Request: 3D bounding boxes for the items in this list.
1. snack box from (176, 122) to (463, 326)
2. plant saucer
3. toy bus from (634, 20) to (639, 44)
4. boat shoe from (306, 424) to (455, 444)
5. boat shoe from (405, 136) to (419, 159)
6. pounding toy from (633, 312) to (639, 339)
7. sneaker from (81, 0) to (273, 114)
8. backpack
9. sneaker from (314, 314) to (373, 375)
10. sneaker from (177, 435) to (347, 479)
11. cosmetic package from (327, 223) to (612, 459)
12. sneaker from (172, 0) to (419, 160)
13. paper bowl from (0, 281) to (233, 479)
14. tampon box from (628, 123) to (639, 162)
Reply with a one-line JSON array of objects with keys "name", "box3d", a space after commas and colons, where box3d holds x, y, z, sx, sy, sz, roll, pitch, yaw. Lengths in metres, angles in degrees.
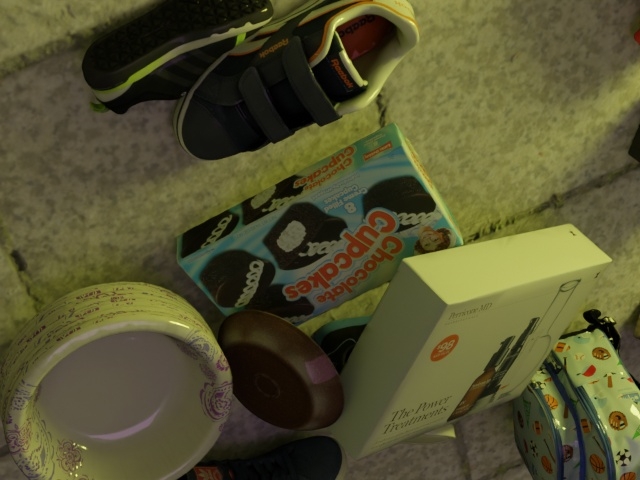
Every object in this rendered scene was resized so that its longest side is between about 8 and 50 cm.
[{"name": "snack box", "box3d": [0.000, 0.000, 1.374, 0.321, 0.060, 0.187, -27, 128, 13]}, {"name": "plant saucer", "box3d": [-0.062, 0.180, 1.392, 0.036, 0.198, 0.199, -47, 138, -40]}, {"name": "toy bus", "box3d": [0.494, -0.338, 1.403, 0.220, 0.149, 0.211, 32, 119, -33]}, {"name": "boat shoe", "box3d": [0.062, 0.240, 1.579, 0.304, 0.091, 0.109, 12, 156, -25]}, {"name": "boat shoe", "box3d": [0.087, -0.049, 1.429, 0.066, 0.063, 0.184, 13, 113, -30]}, {"name": "pounding toy", "box3d": [0.587, 0.163, 1.751, 0.130, 0.141, 0.100, 26, 78, -34]}, {"name": "sneaker", "box3d": [-0.162, -0.216, 1.222, 0.234, 0.084, 0.097, -24, 146, -6]}, {"name": "backpack", "box3d": [0.424, 0.296, 1.667, 0.213, 0.263, 0.277, -22, 127, -11]}, {"name": "sneaker", "box3d": [0.111, 0.139, 1.538, 0.232, 0.090, 0.081, -19, 125, -12]}, {"name": "sneaker", "box3d": [-0.130, 0.360, 1.539, 0.350, 0.131, 0.148, -26, 131, -7]}, {"name": "cosmetic package", "box3d": [0.203, 0.131, 1.468, 0.377, 0.097, 0.284, -11, 135, -43]}, {"name": "sneaker", "box3d": [-0.029, -0.193, 1.254, 0.321, 0.127, 0.126, -37, 129, 3]}, {"name": "paper bowl", "box3d": [-0.264, 0.180, 1.360, 0.284, 0.148, 0.284, -11, 123, -17]}, {"name": "tampon box", "box3d": [0.558, -0.151, 1.554, 0.160, 0.101, 0.121, 4, 117, -26]}]
